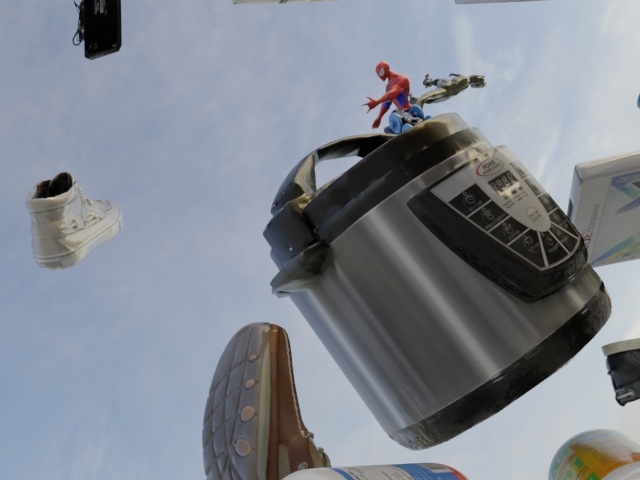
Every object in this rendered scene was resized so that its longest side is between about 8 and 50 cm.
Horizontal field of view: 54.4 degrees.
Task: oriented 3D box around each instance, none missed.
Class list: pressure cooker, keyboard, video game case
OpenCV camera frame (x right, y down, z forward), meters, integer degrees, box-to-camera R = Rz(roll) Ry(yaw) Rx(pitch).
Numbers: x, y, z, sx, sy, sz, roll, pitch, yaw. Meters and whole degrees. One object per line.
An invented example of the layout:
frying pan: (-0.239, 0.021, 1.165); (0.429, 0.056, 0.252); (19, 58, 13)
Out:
pressure cooker: (0.133, 0.029, 0.880); (0.376, 0.420, 0.370); (-36, -11, 2)
keyboard: (-0.395, -0.414, 1.122); (0.038, 0.100, 0.191); (34, -130, -70)
video game case: (0.554, -0.057, 0.971); (0.329, 0.036, 0.300); (-12, -32, 9)

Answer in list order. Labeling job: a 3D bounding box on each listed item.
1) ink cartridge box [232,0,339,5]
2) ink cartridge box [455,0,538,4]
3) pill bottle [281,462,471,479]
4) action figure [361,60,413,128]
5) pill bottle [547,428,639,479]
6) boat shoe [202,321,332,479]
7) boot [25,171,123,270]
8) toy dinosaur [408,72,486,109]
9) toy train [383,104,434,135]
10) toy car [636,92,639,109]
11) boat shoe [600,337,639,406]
ink cartridge box: (-0.087, -0.593, 1.269); (0.273, 0.197, 0.114); (-17, -20, -35)
ink cartridge box: (0.237, -0.271, 0.625); (0.239, 0.275, 0.060); (-21, -64, -29)
pill bottle: (0.027, 0.245, 0.496); (0.222, 0.124, 0.124); (12, -74, -35)
action figure: (0.172, -0.249, 1.362); (0.139, 0.091, 0.280); (-33, -75, -10)
pill bottle: (0.328, 0.285, 0.638); (0.136, 0.136, 0.246); (-57, -10, 0)
boat shoe: (-0.051, 0.250, 0.664); (0.117, 0.123, 0.324); (5, -97, -35)
boot: (-0.397, -0.055, 1.021); (0.095, 0.258, 0.123); (-2, -70, 0)
toy dinosaur: (0.269, -0.343, 1.434); (0.268, 0.118, 0.064); (-31, -61, -32)
toy train: (0.195, -0.189, 1.214); (0.080, 0.184, 0.105); (-24, -46, -20)
toy car: (0.546, -0.241, 0.735); (0.238, 0.219, 0.210); (-47, -28, -28)
boat shoe: (0.436, 0.136, 0.678); (0.084, 0.233, 0.079); (22, -121, -47)
